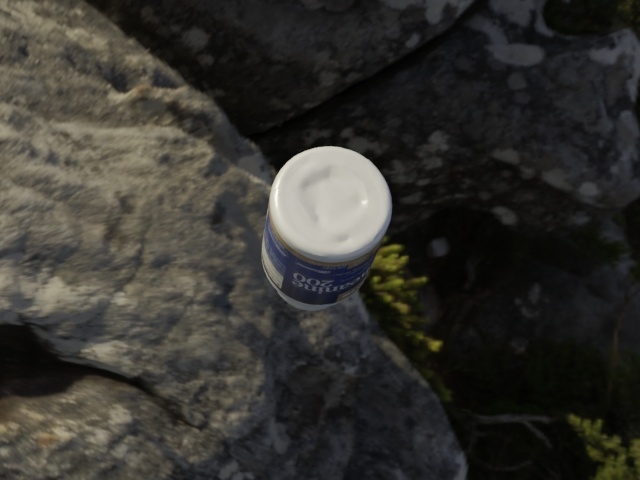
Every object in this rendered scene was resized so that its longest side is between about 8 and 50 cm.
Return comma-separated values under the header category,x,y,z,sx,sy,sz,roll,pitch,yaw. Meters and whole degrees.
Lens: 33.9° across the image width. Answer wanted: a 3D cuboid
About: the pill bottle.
category,x,y,z,sx,sy,sz,roll,pitch,yaw
pill bottle,0.000,0.000,0.610,0.067,0.120,0.067,2,68,-6
